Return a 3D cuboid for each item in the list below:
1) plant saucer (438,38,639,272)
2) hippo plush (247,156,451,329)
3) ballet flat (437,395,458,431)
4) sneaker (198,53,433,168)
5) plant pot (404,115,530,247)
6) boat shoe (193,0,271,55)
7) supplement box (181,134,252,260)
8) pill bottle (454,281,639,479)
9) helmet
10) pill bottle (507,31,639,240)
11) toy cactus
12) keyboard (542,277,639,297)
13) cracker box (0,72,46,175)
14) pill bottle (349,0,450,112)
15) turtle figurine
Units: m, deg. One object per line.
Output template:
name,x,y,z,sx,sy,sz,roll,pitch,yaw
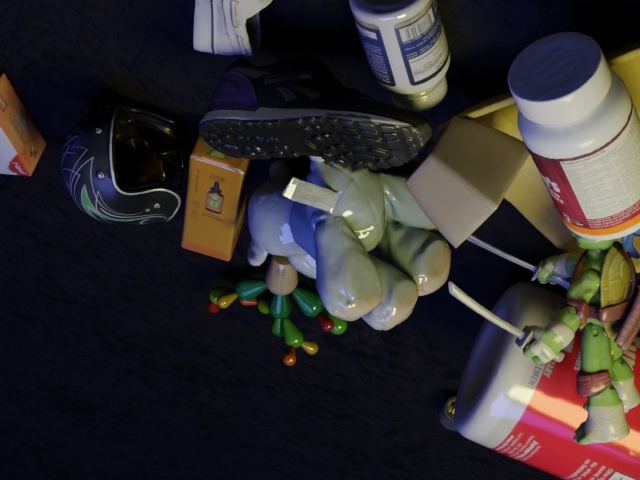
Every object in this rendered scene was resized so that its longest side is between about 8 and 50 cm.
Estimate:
plant saucer,0.363,-0.105,1.742,0.333,0.081,0.333,-18,131,44
hippo plush,0.000,0.000,1.943,0.294,0.234,0.236,26,157,-34
ballet flat,0.285,0.291,2.380,0.203,0.074,0.074,14,147,12
sneaker,-0.001,-0.166,1.746,0.283,0.124,0.107,6,154,21
plant pot,0.163,-0.076,1.728,0.096,0.109,0.109,36,146,-3
boat shoe,-0.094,-0.292,1.696,0.088,0.096,0.267,13,150,-1
supplement box,-0.142,-0.067,2.069,0.078,0.080,0.233,18,149,2
pill bottle,0.406,0.231,2.021,0.408,0.229,0.229,23,147,-5
helmet,-0.268,-0.100,2.009,0.161,0.169,0.169,12,151,-19
pill bottle,0.281,-0.110,1.591,0.121,0.121,0.221,-2,141,30
toy cactus,-0.068,0.090,2.255,0.219,0.112,0.180,21,139,14
keyboard,0.461,0.128,2.080,0.317,0.033,0.201,12,147,14
cracker box,-0.527,-0.170,2.130,0.232,0.067,0.155,5,145,21
pill bottle,0.095,-0.226,1.691,0.094,0.094,0.169,5,145,21
turtle figurine,0.284,0.103,1.812,0.275,0.198,0.266,-18,105,-9
